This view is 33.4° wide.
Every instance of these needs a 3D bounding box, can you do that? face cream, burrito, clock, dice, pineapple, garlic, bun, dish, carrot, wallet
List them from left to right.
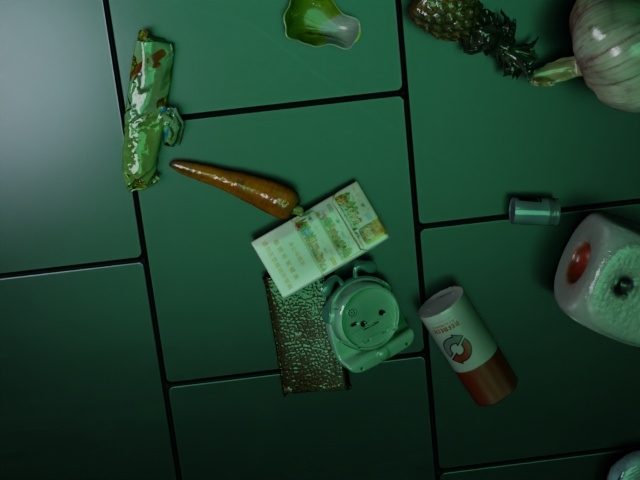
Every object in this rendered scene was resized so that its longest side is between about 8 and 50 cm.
[{"bbox_3d":[-0.287,-0.219,1.853,0.104,0.054,0.288,8,103,-8],"label":"burrito"},{"bbox_3d":[-0.146,-0.099,1.899,0.257,0.061,0.061,21,103,1],"label":"carrot"},{"bbox_3d":[-0.023,0.169,1.983,0.133,0.039,0.243,-8,106,4],"label":"wallet"},{"bbox_3d":[0.004,-0.374,1.836,0.137,0.039,0.091,19,98,-10],"label":"dish"},{"bbox_3d":[0.077,0.137,1.945,0.148,0.060,0.188,-29,109,-15],"label":"clock"},{"bbox_3d":[0.276,0.197,1.979,0.096,0.096,0.214,-32,105,5],"label":"face cream"},{"bbox_3d":[0.271,-0.367,1.827,0.251,0.125,0.125,30,101,-16],"label":"pineapple"},{"bbox_3d":[0.479,-0.312,1.807,0.253,0.245,0.245,-24,107,27],"label":"garlic"},{"bbox_3d":[0.544,0.069,1.913,0.192,0.193,0.194,21,101,-8],"label":"dice"},{"bbox_3d":[0.626,0.478,2.087,0.141,0.083,0.140,0,95,-3],"label":"bun"}]

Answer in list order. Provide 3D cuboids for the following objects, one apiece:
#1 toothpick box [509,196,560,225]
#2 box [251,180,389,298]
[{"bbox_3d":[0.390,-0.053,1.941,0.083,0.052,0.052,1,105,-3],"label":"toothpick box"},{"bbox_3d":[0.000,0.000,1.920,0.220,0.032,0.122,-30,91,-1],"label":"box"}]
